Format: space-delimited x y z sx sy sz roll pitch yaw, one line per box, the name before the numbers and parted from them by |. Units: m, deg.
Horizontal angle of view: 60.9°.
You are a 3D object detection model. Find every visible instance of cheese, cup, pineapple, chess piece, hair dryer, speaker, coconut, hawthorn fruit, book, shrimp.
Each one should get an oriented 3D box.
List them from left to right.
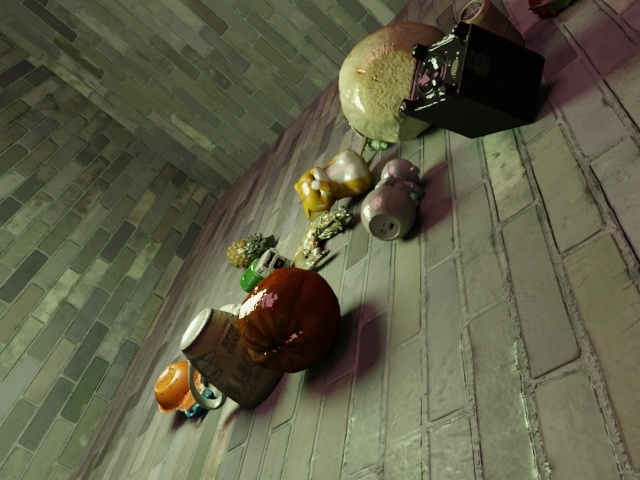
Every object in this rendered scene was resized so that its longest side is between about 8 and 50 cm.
cheese | -0.464 0.510 1.854 0.329 0.129 0.217 8 57 55
cup | -0.278 0.339 1.538 0.301 0.257 0.227 -49 16 12
pineapple | -0.297 0.035 2.364 0.248 0.128 0.128 -27 30 41
hawthorn fruit | -0.077 0.191 1.354 0.258 0.258 0.261 -38 40 34
book | 0.000 -0.119 2.107 0.118 0.012 0.172 -37 24 36
shrimp | 0.000 0.000 1.796 0.360 0.085 0.246 -39 26 48
chess piece | 0.211 -0.353 1.992 0.059 0.059 0.149 -53 23 -4
coconut | 0.252 -0.508 1.740 0.415 0.344 0.415 -37 6 4
speaker | 0.358 -0.381 1.327 0.232 0.254 0.184 2 79 67
hair dryer | 0.487 -0.513 1.501 0.107 0.189 0.344 -34 40 37

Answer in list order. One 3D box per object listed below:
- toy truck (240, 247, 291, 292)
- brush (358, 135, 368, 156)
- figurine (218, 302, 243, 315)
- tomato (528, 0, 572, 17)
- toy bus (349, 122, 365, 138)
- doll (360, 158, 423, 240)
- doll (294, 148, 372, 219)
toy truck | -0.198 0.122 1.911 0.242 0.125 0.101 -45 15 54
brush | 0.145 -0.304 2.011 0.070 0.021 0.196 9 81 70
figurine | -0.269 0.274 1.838 0.155 0.127 0.235 -42 13 -37
tomato | 0.683 -0.793 1.525 0.309 0.170 0.309 -43 22 22
toy bus | 0.210 -0.514 2.151 0.179 0.143 0.305 -43 21 31
doll | 0.198 -0.124 1.470 0.151 0.151 0.287 -35 21 40
doll | 0.047 -0.199 1.850 0.270 0.162 0.166 -21 63 1
